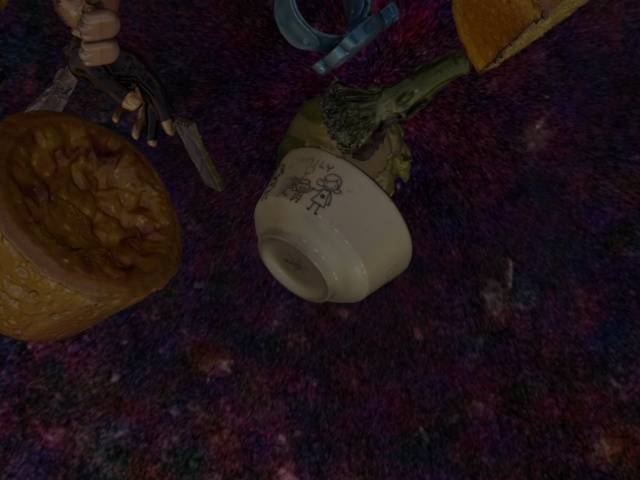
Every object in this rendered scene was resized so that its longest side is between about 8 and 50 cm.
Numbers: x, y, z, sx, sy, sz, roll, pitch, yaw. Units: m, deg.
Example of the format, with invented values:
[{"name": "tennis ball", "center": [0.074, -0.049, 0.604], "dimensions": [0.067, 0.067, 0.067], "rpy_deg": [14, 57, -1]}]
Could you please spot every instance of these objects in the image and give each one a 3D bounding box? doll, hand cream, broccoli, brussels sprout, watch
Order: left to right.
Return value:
[{"name": "hand cream", "center": [-0.644, -0.325, 1.840], "dimensions": [0.050, 0.256, 0.084], "rpy_deg": [12, 145, 24]}, {"name": "doll", "center": [-0.329, -0.354, 1.010], "dimensions": [0.119, 0.154, 0.278], "rpy_deg": [-18, 57, -25]}, {"name": "watch", "center": [0.020, -0.438, 1.481], "dimensions": [0.211, 0.211, 0.193], "rpy_deg": [-38, 101, 10]}, {"name": "brussels sprout", "center": [0.046, -0.197, 1.905], "dimensions": [0.315, 0.371, 0.276], "rpy_deg": [44, 76, 0]}, {"name": "broccoli", "center": [0.146, -0.281, 1.495], "dimensions": [0.304, 0.164, 0.145], "rpy_deg": [-25, 133, 7]}]

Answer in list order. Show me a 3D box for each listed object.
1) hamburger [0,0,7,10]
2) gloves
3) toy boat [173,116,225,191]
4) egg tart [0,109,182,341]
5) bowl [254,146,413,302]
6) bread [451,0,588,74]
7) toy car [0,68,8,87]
[{"name": "hamburger", "center": [-0.390, -0.332, 0.794], "dimensions": [0.149, 0.237, 0.237], "rpy_deg": [-27, 99, -4]}, {"name": "gloves", "center": [-0.430, -0.337, 1.707], "dimensions": [0.152, 0.197, 0.301], "rpy_deg": [-35, 97, 6]}, {"name": "toy boat", "center": [-0.181, -0.129, 1.174], "dimensions": [0.016, 0.063, 0.115], "rpy_deg": [-35, 122, -19]}, {"name": "egg tart", "center": [-0.244, -0.003, 0.711], "dimensions": [0.147, 0.202, 0.202], "rpy_deg": [-36, 97, 29]}, {"name": "bowl", "center": [0.000, 0.000, 1.089], "dimensions": [0.238, 0.238, 0.126], "rpy_deg": [45, 61, -5]}, {"name": "bread", "center": [0.319, -0.414, 1.258], "dimensions": [0.194, 0.340, 0.179], "rpy_deg": [-34, 90, -10]}, {"name": "toy car", "center": [-0.830, -0.306, 1.772], "dimensions": [0.321, 0.141, 0.097], "rpy_deg": [-3, 137, 42]}]
